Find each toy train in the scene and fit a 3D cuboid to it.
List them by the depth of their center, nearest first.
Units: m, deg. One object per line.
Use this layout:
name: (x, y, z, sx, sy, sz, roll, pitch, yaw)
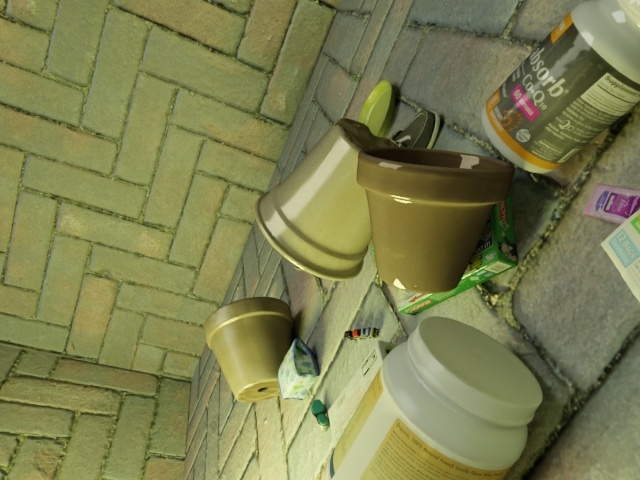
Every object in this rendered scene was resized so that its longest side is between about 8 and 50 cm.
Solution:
toy train: (0.102, 0.242, 1.268, 0.158, 0.036, 0.027, 150, 134, -63)

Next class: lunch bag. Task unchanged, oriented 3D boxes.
lunch bag: (-0.076, 0.403, 1.533, 0.128, 0.096, 0.151, -61, 33, 27)

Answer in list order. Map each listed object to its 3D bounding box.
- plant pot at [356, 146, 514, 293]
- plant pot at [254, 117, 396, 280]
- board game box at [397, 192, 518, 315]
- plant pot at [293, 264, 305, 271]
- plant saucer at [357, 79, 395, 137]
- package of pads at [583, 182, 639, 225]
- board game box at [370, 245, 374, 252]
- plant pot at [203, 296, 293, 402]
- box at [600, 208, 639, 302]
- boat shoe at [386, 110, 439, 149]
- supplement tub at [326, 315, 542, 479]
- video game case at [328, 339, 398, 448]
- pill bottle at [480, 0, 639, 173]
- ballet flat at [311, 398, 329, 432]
plant pot: (0.188, -0.038, 0.869, 0.263, 0.263, 0.229, -125, 37, -67)
plant pot: (0.052, -0.123, 1.229, 0.305, 0.334, 0.333, -53, 26, 28)
board game box: (0.265, 0.009, 1.004, 0.317, 0.046, 0.213, 136, 146, -55)
plant pot: (0.000, 0.000, 1.653, 0.237, 0.110, 0.237, -55, 25, 41)
plant saucer: (0.184, -0.407, 1.606, 0.241, 0.037, 0.241, -163, 90, -72)
package of pads: (0.409, -0.048, 0.671, 0.083, 0.032, 0.050, -135, 61, -69)
board game box: (0.183, -0.054, 1.162, 0.136, 0.035, 0.201, -64, -8, 24)
plant pot: (-0.229, 0.397, 1.709, 0.323, 0.323, 0.280, -56, 41, 40)
box: (0.376, 0.034, 0.423, 0.114, 0.203, 0.103, -94, 28, -46)
boat shoe: (0.204, -0.226, 1.305, 0.109, 0.091, 0.305, -92, 26, -43)
supplement tub: (0.165, 0.299, 0.747, 0.228, 0.228, 0.316, -111, 42, -61)
video game case: (0.111, 0.401, 1.065, 0.244, 0.061, 0.269, -99, 32, -55)
pill bottle: (0.384, -0.240, 0.710, 0.278, 0.162, 0.162, 129, 152, -47)
ballet flat: (-0.002, 0.488, 1.346, 0.114, 0.041, 0.041, -125, 55, -68)
